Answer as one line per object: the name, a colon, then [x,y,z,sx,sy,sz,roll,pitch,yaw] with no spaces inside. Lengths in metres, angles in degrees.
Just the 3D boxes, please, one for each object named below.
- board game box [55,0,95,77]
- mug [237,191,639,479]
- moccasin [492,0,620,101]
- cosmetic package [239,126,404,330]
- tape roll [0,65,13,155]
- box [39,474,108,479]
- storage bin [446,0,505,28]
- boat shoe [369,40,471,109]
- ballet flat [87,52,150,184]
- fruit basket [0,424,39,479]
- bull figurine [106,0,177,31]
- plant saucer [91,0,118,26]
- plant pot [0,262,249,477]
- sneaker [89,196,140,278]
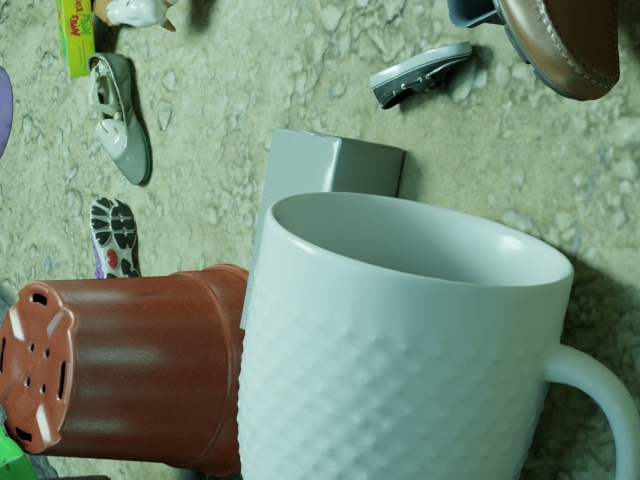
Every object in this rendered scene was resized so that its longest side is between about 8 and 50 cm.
board game box: [-0.366,-0.344,1.828,0.092,0.043,0.181,-125,30,-58]
mug: [0.103,0.162,1.106,0.374,0.276,0.328,16,106,20]
moccasin: [0.232,-0.301,1.069,0.147,0.139,0.380,-16,56,44]
cosmetic package: [0.000,0.000,1.353,0.127,0.107,0.238,20,98,51]
tape roll: [-0.617,-0.222,2.161,0.189,0.080,0.189,-9,79,51]
box: [-0.411,0.435,1.731,0.167,0.203,0.168,-35,59,44]
storage bin: [0.173,-0.263,1.173,0.098,0.091,0.135,-20,70,49]
boat shoe: [0.108,-0.173,1.286,0.142,0.049,0.040,-16,93,51]
ballet flat: [-0.299,-0.176,1.769,0.072,0.068,0.213,-36,59,43]
fruit basket: [-0.432,0.356,1.475,0.327,0.165,0.353,36,132,39]
bull figurine: [-0.195,-0.427,1.631,0.310,0.101,0.188,-55,47,17]
plant saucer: [-0.320,-0.410,1.784,0.200,0.037,0.200,173,90,-74]
plant pot: [-0.231,0.155,1.489,0.272,0.265,0.272,-8,80,51]
sneaker: [-0.304,0.021,1.757,0.071,0.068,0.170,-29,64,52]
